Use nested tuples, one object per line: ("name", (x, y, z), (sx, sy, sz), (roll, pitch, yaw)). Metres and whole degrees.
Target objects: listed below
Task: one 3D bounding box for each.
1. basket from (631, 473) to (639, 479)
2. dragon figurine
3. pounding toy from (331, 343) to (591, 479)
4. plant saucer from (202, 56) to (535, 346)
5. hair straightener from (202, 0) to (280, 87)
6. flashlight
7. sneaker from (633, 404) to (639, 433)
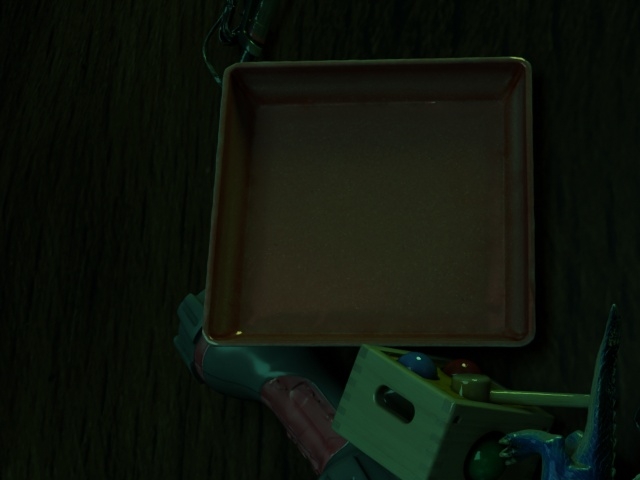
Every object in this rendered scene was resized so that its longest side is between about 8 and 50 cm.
("basket", (0.262, 0.233, 0.869), (0.254, 0.201, 0.289), (-31, 23, 2))
("dragon figurine", (0.181, 0.199, 1.079), (0.144, 0.085, 0.289), (38, 102, 46))
("pounding toy", (0.111, 0.129, 1.170), (0.141, 0.130, 0.100), (30, 103, 48))
("plant saucer", (0.043, -0.026, 1.287), (0.259, 0.048, 0.258), (0, 64, 6))
("hair straightener", (-0.064, -0.253, 1.602), (0.089, 0.047, 0.230), (6, 79, 46))
("flashlight", (-0.020, 0.145, 1.297), (0.103, 0.103, 0.304), (-51, 42, 10))
("sneaker", (0.255, 0.127, 1.068), (0.119, 0.057, 0.047), (12, 80, 48))
